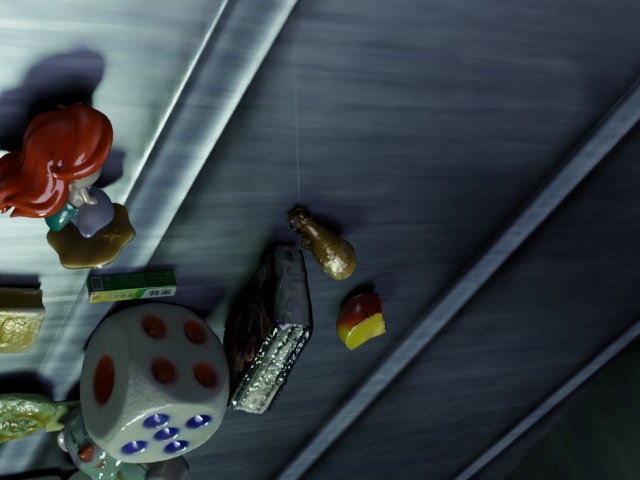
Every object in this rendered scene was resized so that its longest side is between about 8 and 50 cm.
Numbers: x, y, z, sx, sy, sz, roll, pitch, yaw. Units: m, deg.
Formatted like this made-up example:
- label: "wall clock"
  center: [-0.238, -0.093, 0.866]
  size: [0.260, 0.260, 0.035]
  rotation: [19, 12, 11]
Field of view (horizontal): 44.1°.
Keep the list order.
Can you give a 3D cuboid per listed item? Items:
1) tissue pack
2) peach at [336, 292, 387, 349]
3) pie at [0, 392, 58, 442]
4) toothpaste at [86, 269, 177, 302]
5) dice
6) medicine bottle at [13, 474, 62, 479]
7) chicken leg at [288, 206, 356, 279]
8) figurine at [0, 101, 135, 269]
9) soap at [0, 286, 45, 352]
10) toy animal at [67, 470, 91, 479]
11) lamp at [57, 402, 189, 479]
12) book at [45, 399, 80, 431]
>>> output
- label: "tissue pack"
  center: [-0.117, 0.196, 1.736]
  size: [0.123, 0.245, 0.332]
  rotation: [14, 131, -20]
- label: "peach"
  center: [0.100, 0.196, 1.963]
  size: [0.151, 0.118, 0.151]
  rotation: [-25, -177, 1]
- label: "pie"
  center: [-0.715, 0.405, 1.786]
  size: [0.241, 0.054, 0.240]
  rotation: [-16, 154, -8]
- label: "toothpaste"
  center: [-0.386, 0.094, 1.621]
  size: [0.179, 0.043, 0.037]
  rotation: [-3, 139, -26]
- label: "dice"
  center: [-0.361, 0.311, 1.725]
  size: [0.251, 0.259, 0.243]
  rotation: [14, 130, -41]
- label: "medicine bottle"
  center: [-0.730, 0.682, 2.094]
  size: [0.252, 0.114, 0.114]
  rotation: [-1, 137, -29]
- label: "chicken leg"
  center: [0.002, 0.001, 1.700]
  size: [0.085, 0.101, 0.207]
  rotation: [-37, 122, 10]
- label: "figurine"
  center: [-0.419, -0.087, 1.278]
  size: [0.208, 0.181, 0.257]
  rotation: [3, 136, 10]
- label: "soap"
  center: [-0.661, 0.152, 1.512]
  size: [0.232, 0.073, 0.140]
  rotation: [6, 130, -33]
- label: "toy animal"
  center: [-0.524, 0.642, 2.040]
  size: [0.267, 0.212, 0.212]
  rotation: [-42, 145, -12]
- label: "lamp"
  center: [-0.455, 0.482, 1.883]
  size: [0.247, 0.301, 0.247]
  rotation: [-47, -179, 29]
- label: "book"
  center: [-0.624, 0.426, 1.921]
  size: [0.077, 0.014, 0.111]
  rotation: [-1, 136, -27]
